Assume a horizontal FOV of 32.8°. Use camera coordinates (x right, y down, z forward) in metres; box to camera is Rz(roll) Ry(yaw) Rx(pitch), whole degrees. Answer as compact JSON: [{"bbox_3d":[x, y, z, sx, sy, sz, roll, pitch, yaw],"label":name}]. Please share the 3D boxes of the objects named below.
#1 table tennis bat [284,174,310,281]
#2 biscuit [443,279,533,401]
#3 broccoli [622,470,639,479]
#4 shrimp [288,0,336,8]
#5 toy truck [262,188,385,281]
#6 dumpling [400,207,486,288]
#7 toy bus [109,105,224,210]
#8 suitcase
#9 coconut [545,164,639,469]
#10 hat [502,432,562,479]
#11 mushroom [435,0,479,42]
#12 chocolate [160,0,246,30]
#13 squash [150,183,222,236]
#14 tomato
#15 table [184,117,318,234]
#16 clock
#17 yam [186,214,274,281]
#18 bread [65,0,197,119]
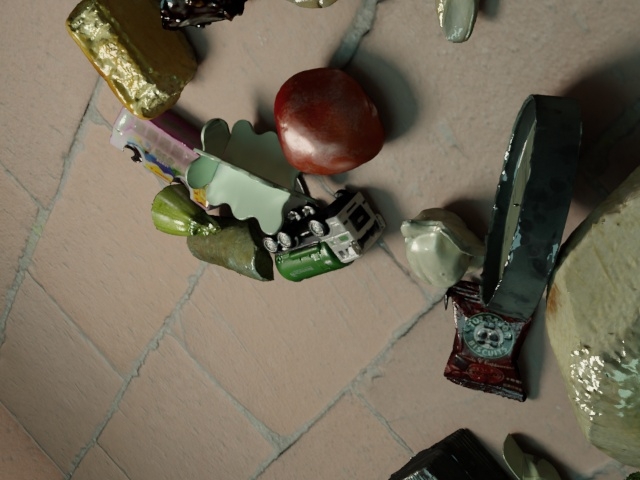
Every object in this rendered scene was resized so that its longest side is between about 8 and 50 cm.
[{"bbox_3d":[-0.071,-0.041,2.053,0.154,0.021,0.274,13,127,38],"label":"table tennis bat"},{"bbox_3d":[0.280,0.175,1.835,0.151,0.063,0.235,11,125,18],"label":"biscuit"},{"bbox_3d":[0.585,0.481,1.635,0.283,0.304,0.321,-26,76,10],"label":"broccoli"},{"bbox_3d":[-0.079,-0.468,1.670,0.289,0.075,0.178,32,131,24],"label":"shrimp"},{"bbox_3d":[0.000,0.000,1.936,0.242,0.101,0.125,-21,110,49],"label":"toy truck"},{"bbox_3d":[0.200,0.013,1.747,0.136,0.118,0.199,10,164,32],"label":"dumpling"},{"bbox_3d":[-0.282,-0.172,2.100,0.274,0.090,0.112,34,129,20],"label":"toy bus"},{"bbox_3d":[0.286,0.545,2.065,0.335,0.152,0.229,48,142,4],"label":"suitcase"},{"bbox_3d":[0.454,0.087,1.353,0.344,0.415,0.415,46,143,-8],"label":"coconut"},{"bbox_3d":[0.380,0.420,1.947,0.166,0.081,0.122,59,-176,13],"label":"hat"},{"bbox_3d":[0.194,-0.370,1.475,0.084,0.071,0.209,6,134,6],"label":"mushroom"},{"bbox_3d":[-0.186,-0.407,1.802,0.133,0.156,0.156,13,135,3],"label":"chocolate"},{"bbox_3d":[-0.250,-0.040,2.078,0.132,0.105,0.105,30,140,47],"label":"squash"},{"bbox_3d":[0.011,-0.188,1.744,0.187,0.151,0.187,22,129,30],"label":"tomato"},{"bbox_3d":[-0.112,-0.112,1.894,0.198,0.166,0.166,27,137,38],"label":"table"},{"bbox_3d":[0.279,-0.047,1.463,0.061,0.312,0.312,12,135,1],"label":"clock"},{"bbox_3d":[-0.161,0.011,2.091,0.259,0.106,0.106,14,130,51],"label":"yam"},{"bbox_3d":[-0.331,-0.343,1.942,0.121,0.174,0.245,-19,113,46],"label":"bread"}]
